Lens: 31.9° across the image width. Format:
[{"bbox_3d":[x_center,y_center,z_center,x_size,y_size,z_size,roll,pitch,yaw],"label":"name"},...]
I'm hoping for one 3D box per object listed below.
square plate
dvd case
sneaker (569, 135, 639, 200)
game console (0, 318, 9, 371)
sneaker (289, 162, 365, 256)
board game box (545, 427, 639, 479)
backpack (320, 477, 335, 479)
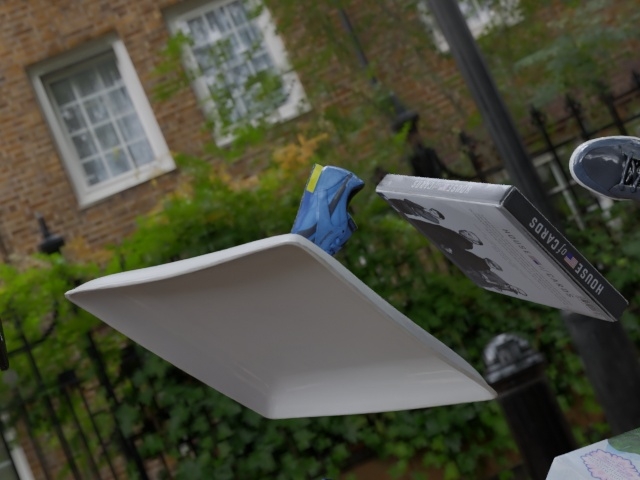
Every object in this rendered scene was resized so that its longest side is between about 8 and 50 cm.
[{"bbox_3d":[-0.040,0.098,1.204,0.347,0.049,0.344,-13,-39,40],"label":"square plate"},{"bbox_3d":[0.175,0.003,1.126,0.029,0.179,0.239,-53,24,-11],"label":"dvd case"},{"bbox_3d":[0.421,-0.079,1.344,0.226,0.086,0.163,12,2,4],"label":"sneaker"},{"bbox_3d":[-0.396,0.080,1.241,0.071,0.107,0.122,-13,-37,-12],"label":"game console"},{"bbox_3d":[0.000,0.000,1.476,0.082,0.209,0.069,19,-16,3],"label":"sneaker"},{"bbox_3d":[0.471,0.323,1.265,0.318,0.319,0.066,-8,-59,-40],"label":"board game box"},{"bbox_3d":[0.016,0.313,1.176,0.101,0.098,0.120,-39,30,-5],"label":"backpack"}]
